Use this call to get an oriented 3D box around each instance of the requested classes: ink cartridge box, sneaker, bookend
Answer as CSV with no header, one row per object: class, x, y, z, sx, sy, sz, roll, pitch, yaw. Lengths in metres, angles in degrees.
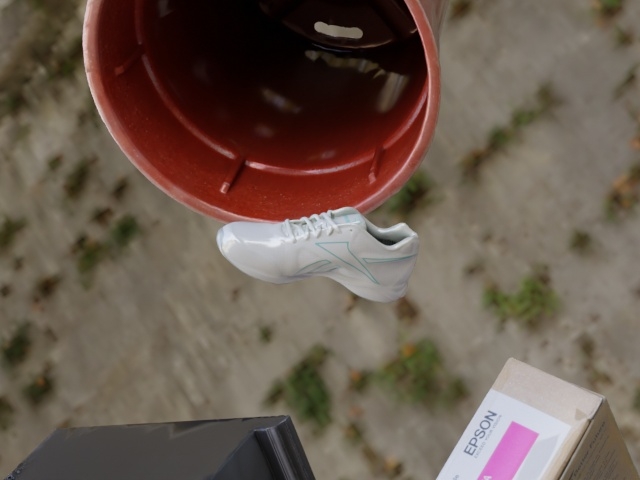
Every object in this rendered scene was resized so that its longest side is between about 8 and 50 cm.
ink cartridge box,0.142,0.234,1.321,0.235,0.088,0.193,-56,-31,-15
sneaker,0.000,0.000,1.260,0.152,0.054,0.061,9,-52,-19
bookend,-0.101,0.159,0.845,0.157,0.072,0.156,-8,24,33

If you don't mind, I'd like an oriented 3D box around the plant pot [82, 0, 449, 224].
plant pot,-0.013,-0.186,1.376,0.272,0.272,0.265,-53,5,33
